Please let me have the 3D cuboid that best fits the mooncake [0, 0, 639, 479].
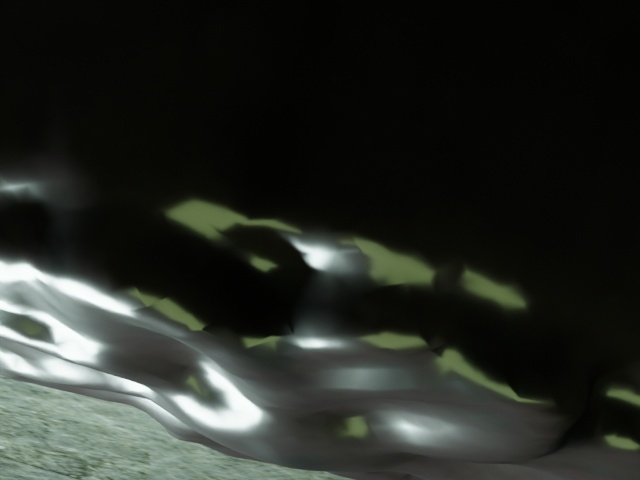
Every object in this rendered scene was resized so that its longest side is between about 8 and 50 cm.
[{"bbox_3d":[0.000,0.000,0.484,0.283,0.141,0.283,12,162,4],"label":"mooncake"}]
